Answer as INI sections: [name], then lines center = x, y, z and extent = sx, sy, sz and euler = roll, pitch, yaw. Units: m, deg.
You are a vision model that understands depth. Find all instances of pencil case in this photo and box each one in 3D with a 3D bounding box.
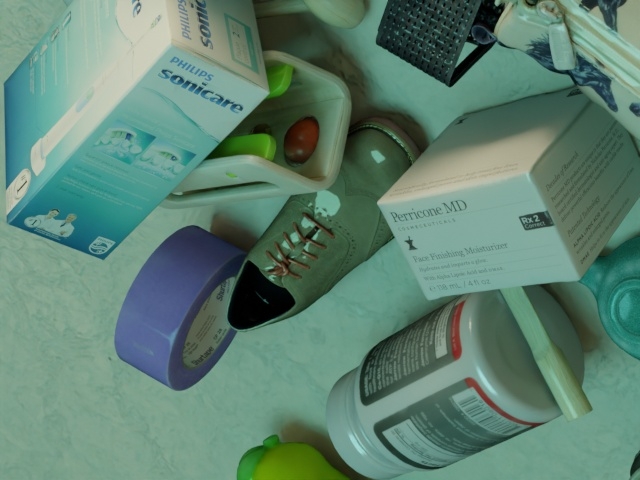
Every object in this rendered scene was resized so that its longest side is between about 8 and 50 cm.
[pencil case]
center = 0.331, -0.122, 1.169
extent = 0.410, 0.183, 0.160
euler = 37, 137, 7

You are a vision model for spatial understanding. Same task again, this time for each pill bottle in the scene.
[pill bottle]
center = 0.140, 0.161, 1.555
extent = 0.161, 0.161, 0.283
euler = 50, 138, -5

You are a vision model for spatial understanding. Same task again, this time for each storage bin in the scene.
[storage bin]
center = 0.131, -0.245, 1.271
extent = 0.084, 0.122, 0.180
euler = 33, 137, 12

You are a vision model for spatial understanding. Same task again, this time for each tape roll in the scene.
[tape roll]
center = -0.161, 0.082, 1.705
extent = 0.080, 0.189, 0.189
euler = 27, 135, 17

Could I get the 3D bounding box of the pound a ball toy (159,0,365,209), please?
[pound a ball toy]
center = -0.069, -0.146, 1.508
extent = 0.136, 0.208, 0.319
euler = 22, 163, -37

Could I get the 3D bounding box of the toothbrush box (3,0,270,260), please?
[toothbrush box]
center = -0.200, -0.159, 1.458
extent = 0.126, 0.216, 0.295
euler = 22, 129, -34

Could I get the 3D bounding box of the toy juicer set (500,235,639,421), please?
[toy juicer set]
center = 0.335, 0.097, 1.385
extent = 0.329, 0.089, 0.209
euler = -7, 97, 38

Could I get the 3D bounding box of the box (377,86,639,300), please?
[box]
center = 0.185, -0.047, 1.340
extent = 0.181, 0.182, 0.119
euler = -11, 115, 43

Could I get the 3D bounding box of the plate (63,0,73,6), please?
[plate]
center = -0.259, -0.391, 1.518
extent = 0.277, 0.045, 0.278
euler = -13, 113, 43

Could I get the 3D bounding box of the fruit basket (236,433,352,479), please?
[fruit basket]
center = 0.014, 0.446, 1.824
extent = 0.392, 0.283, 0.392
euler = 14, 142, 11

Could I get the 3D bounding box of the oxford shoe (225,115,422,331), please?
[oxford shoe]
center = 0.000, 0.000, 1.558
extent = 0.123, 0.130, 0.348
euler = 40, 138, 5

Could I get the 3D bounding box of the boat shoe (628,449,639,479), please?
[boat shoe]
center = 0.395, 0.199, 1.459
extent = 0.081, 0.068, 0.228
euler = 15, 144, -19
